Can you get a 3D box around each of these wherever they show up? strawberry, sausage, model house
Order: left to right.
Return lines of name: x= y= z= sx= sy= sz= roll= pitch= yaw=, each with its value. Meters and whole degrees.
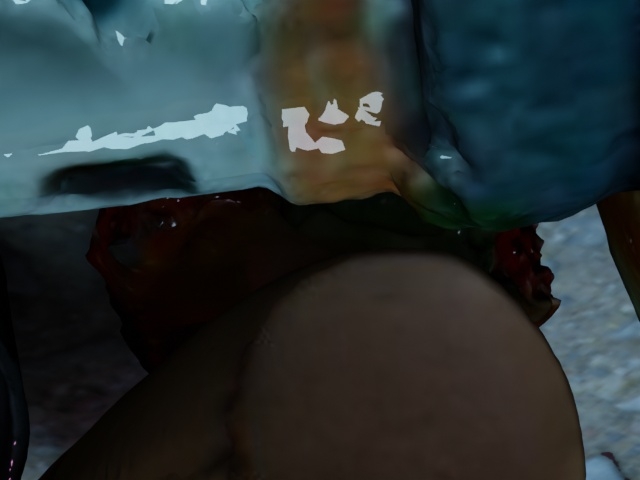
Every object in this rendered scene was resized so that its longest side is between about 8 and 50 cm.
model house: x=-0.085 y=-0.109 z=0.352 sx=0.291 sy=0.184 sz=0.253 roll=-8 pitch=145 yaw=4
sausage: x=-0.035 y=0.106 z=0.549 sx=0.121 sy=0.121 sz=0.304 roll=9 pitch=153 yaw=-22
strawberry: x=0.001 y=-0.002 z=0.557 sx=0.140 sy=0.085 sz=0.192 roll=-10 pitch=150 yaw=20

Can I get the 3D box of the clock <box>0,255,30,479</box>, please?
clock: x=-0.256 y=0.049 z=0.583 sx=0.319 sy=0.066 sz=0.319 roll=-6 pitch=141 yaw=-5

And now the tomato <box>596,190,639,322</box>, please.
tomato: x=0.225 y=-0.026 z=0.465 sx=0.304 sy=0.239 sz=0.303 roll=-6 pitch=145 yaw=-4
